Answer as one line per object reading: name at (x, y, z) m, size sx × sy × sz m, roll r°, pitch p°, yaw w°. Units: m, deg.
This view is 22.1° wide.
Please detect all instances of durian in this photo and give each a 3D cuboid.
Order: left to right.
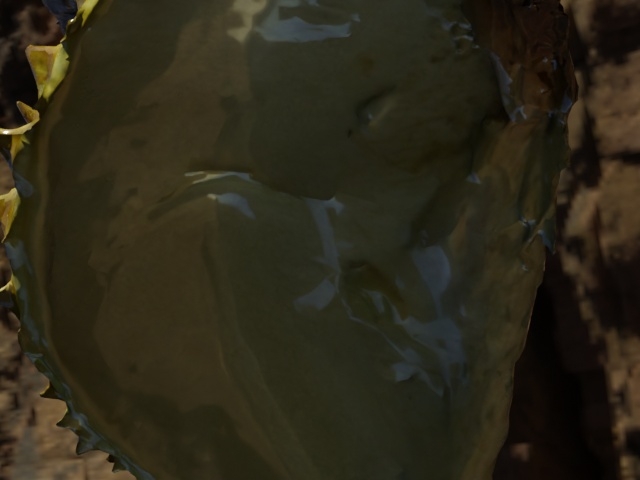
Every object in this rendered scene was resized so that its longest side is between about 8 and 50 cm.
durian at (0.000, 0.000, 0.438) m, size 0.144 × 0.139 × 0.252 m, roll -27°, pitch -47°, yaw -65°

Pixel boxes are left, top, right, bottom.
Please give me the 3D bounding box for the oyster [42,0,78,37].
oyster at (-0.061, -0.193, 1.095) m, size 0.271 × 0.100 × 0.275 m, roll -17°, pitch -65°, yaw -10°
